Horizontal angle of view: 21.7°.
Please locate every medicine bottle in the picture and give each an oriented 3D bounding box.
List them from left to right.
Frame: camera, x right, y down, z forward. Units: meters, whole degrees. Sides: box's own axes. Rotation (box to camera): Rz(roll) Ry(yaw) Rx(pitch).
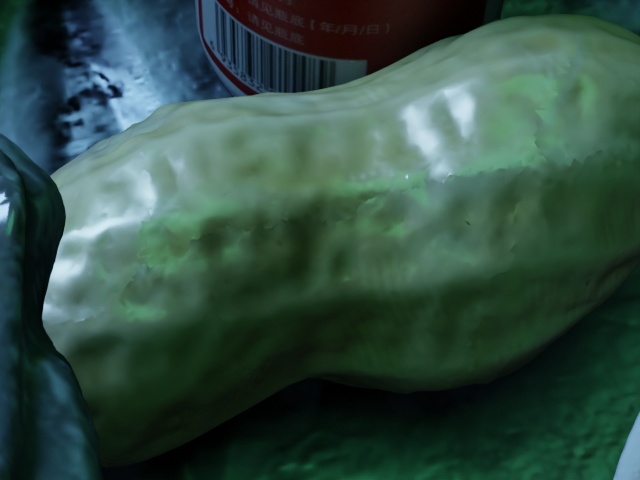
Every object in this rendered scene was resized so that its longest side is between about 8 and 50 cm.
[{"bbox_3d":[0.015,-0.152,0.623,0.131,0.250,0.131,1,57,-2],"label":"medicine bottle"}]

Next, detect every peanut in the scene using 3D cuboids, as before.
[{"bbox_3d":[0.000,0.000,0.605,0.290,0.130,0.130,-13,59,-7],"label":"peanut"}]

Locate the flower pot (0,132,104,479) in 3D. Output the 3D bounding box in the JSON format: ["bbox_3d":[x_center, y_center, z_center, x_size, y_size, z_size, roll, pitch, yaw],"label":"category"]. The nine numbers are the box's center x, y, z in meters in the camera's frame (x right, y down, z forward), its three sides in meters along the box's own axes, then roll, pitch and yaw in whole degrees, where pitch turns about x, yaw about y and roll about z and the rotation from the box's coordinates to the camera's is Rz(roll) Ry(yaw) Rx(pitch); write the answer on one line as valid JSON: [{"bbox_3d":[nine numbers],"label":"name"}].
[{"bbox_3d":[-0.182,0.093,0.443,0.299,0.283,0.299,0,58,0],"label":"flower pot"}]

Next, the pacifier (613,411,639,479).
[{"bbox_3d":[0.223,0.042,0.526,0.332,0.220,0.273,-42,65,1],"label":"pacifier"}]
